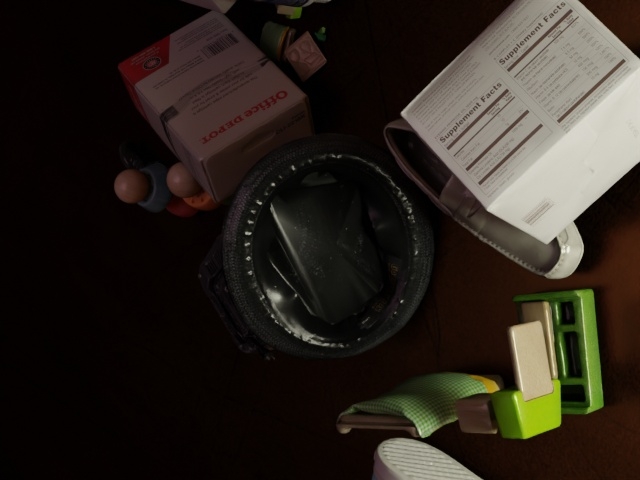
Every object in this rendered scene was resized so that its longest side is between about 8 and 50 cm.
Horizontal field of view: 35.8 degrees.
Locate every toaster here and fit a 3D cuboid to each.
[{"bbox_3d":[-0.078,0.084,1.565,0.227,0.146,0.129,55,130,29],"label":"toaster"}]

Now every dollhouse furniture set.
[{"bbox_3d":[0.176,0.156,1.266,0.302,0.198,0.151,-9,88,46],"label":"dollhouse furniture set"},{"bbox_3d":[-0.078,-0.361,1.590,0.076,0.059,0.151,27,112,42],"label":"dollhouse furniture set"}]

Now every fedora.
[{"bbox_3d":[0.000,0.000,1.428,0.152,0.334,0.333,-128,45,-69],"label":"fedora"}]

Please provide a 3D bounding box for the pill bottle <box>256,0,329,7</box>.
[{"bbox_3d":[-0.053,-0.399,1.480,0.094,0.169,0.094,4,95,47],"label":"pill bottle"}]

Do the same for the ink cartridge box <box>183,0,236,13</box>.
[{"bbox_3d":[-0.216,-0.516,1.564,0.270,0.197,0.198,28,73,44],"label":"ink cartridge box"}]

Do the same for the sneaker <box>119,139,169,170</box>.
[{"bbox_3d":[-0.319,-0.133,1.874,0.089,0.051,0.170,-38,71,41],"label":"sneaker"}]

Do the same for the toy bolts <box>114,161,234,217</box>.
[{"bbox_3d":[-0.248,-0.136,1.701,0.229,0.158,0.218,-23,75,39],"label":"toy bolts"}]

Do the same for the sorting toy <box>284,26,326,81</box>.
[{"bbox_3d":[-0.014,-0.297,1.557,0.083,0.012,0.062,-35,81,33],"label":"sorting toy"}]

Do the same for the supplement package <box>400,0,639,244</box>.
[{"bbox_3d":[0.243,-0.129,1.076,0.204,0.262,0.145,-44,66,14],"label":"supplement package"}]

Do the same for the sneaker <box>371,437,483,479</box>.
[{"bbox_3d":[0.201,0.415,1.327,0.366,0.135,0.150,36,126,48],"label":"sneaker"}]

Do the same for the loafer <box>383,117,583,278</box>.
[{"bbox_3d":[0.201,-0.059,1.283,0.319,0.111,0.112,44,123,35],"label":"loafer"}]

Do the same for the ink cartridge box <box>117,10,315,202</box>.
[{"bbox_3d":[-0.164,-0.219,1.581,0.273,0.197,0.114,48,164,33],"label":"ink cartridge box"}]
